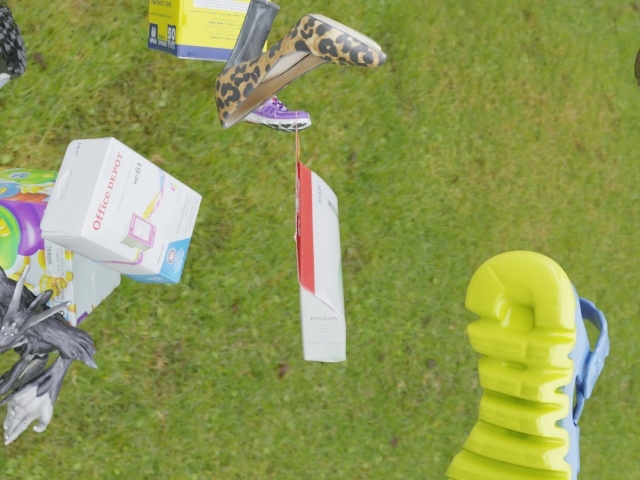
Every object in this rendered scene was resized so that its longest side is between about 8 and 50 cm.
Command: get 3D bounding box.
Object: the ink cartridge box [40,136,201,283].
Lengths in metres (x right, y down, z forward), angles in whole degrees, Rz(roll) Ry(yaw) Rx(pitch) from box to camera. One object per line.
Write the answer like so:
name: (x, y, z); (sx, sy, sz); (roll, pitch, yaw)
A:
ink cartridge box: (-0.168, -0.023, 0.646); (0.122, 0.052, 0.088); (35, 62, -53)

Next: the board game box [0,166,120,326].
board game box: (-0.390, -0.003, 0.866); (0.142, 0.275, 0.144); (-69, 163, -71)

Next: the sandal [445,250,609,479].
sandal: (0.199, 0.168, 0.685); (0.138, 0.126, 0.317); (1, 100, -49)

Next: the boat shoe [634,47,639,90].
boat shoe: (0.279, -0.131, 0.588); (0.183, 0.066, 0.066); (37, 31, -76)

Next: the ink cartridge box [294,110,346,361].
ink cartridge box: (0.000, 0.000, 0.822); (0.224, 0.056, 0.181); (91, -3, -51)

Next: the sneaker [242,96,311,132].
sneaker: (-0.093, -0.235, 1.314); (0.068, 0.170, 0.071); (7, 100, -66)

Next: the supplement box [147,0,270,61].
supplement box: (-0.221, -0.550, 1.506); (0.195, 0.194, 0.356); (-3, 108, -30)

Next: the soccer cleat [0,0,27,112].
soccer cleat: (-0.404, -0.180, 0.815); (0.108, 0.116, 0.318); (72, 5, -45)

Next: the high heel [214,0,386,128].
high heel: (-0.034, -0.209, 1.004); (0.093, 0.261, 0.186); (9, 106, -51)

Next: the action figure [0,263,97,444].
action figure: (-0.321, 0.117, 0.745); (0.164, 0.276, 0.141); (36, 58, -11)
